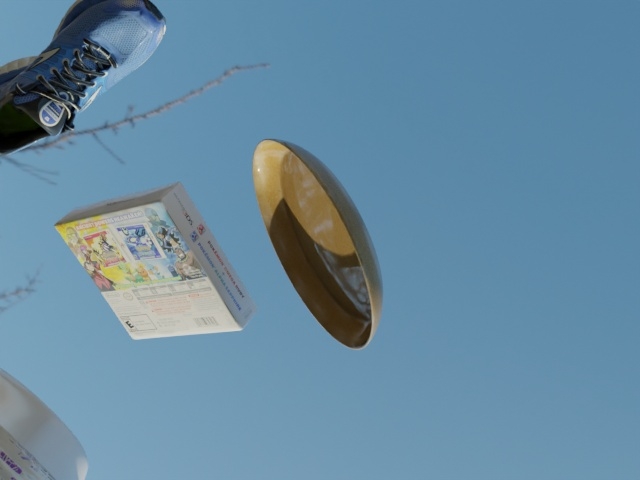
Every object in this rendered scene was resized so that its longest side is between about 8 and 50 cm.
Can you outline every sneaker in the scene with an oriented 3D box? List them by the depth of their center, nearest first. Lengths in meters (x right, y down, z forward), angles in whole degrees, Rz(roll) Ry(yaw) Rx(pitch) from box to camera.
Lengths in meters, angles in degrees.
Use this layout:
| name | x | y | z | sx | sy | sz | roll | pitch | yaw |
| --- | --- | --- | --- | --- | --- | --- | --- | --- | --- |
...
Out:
| name | x | y | z | sx | sy | sz | roll | pitch | yaw |
| --- | --- | --- | --- | --- | --- | --- | --- | --- | --- |
| sneaker | -0.342 | -0.215 | 1.247 | 0.330 | 0.130 | 0.147 | -32 | -140 | 22 |

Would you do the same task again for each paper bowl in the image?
| name | x | y | z | sx | sy | sz | roll | pitch | yaw |
| --- | --- | --- | --- | --- | --- | --- | --- | --- | --- |
| paper bowl | -0.387 | 0.249 | 1.058 | 0.284 | 0.284 | 0.148 | 17 | -126 | 39 |

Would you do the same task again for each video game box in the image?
| name | x | y | z | sx | sy | sz | roll | pitch | yaw |
| --- | --- | --- | --- | --- | --- | --- | --- | --- | --- |
| video game box | -0.200 | 0.031 | 1.095 | 0.205 | 0.048 | 0.187 | -9 | -58 | 39 |

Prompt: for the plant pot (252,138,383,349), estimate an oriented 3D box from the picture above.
| name | x | y | z | sx | sy | sz | roll | pitch | yaw |
| --- | --- | --- | --- | --- | --- | --- | --- | --- | --- |
| plant pot | 0.000 | 0.000 | 0.938 | 0.236 | 0.032 | 0.236 | 51 | -24 | 33 |
